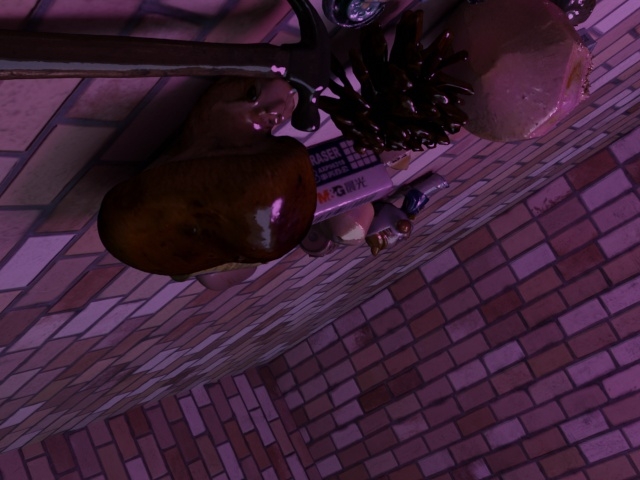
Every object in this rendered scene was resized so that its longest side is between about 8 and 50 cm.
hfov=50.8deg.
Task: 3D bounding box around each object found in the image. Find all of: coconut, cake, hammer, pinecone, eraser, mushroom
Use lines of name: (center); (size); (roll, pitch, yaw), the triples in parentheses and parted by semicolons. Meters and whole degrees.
coconut: (0.061, -0.044, 1.603); (0.116, 0.116, 0.122); (-46, -170, 52)
cake: (0.175, -0.185, 1.473); (0.065, 0.052, 0.121); (-35, 164, 19)
coconut: (0.296, -0.266, 1.038); (0.233, 0.233, 0.245); (-35, 169, 28)
hammer: (-0.176, -0.187, 0.703); (0.439, 0.044, 0.168); (-10, 116, -33)
pinecone: (0.106, -0.218, 0.943); (0.228, 0.203, 0.201); (18, 134, -17)
eraser: (-0.018, -0.100, 1.266); (0.287, 0.130, 0.086); (-23, 169, -23)
mushroom: (-0.147, -0.092, 0.972); (0.345, 0.260, 0.345); (-13, -171, 2)

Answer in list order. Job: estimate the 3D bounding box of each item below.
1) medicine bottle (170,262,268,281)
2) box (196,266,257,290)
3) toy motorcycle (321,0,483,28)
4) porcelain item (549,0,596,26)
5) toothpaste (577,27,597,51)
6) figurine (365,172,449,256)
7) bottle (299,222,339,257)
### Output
medicine bottle: (-0.191, 0.004, 1.323); (0.238, 0.124, 0.124); (-10, 158, -50)
box: (-0.212, 0.050, 1.509); (0.145, 0.088, 0.200); (-26, 165, -4)
toy motorcycle: (0.131, -0.351, 0.733); (0.296, 0.109, 0.198); (-24, 156, -7)
porcelain item: (0.449, -0.441, 1.068); (0.081, 0.069, 0.216); (-16, 158, -24)
toothpaste: (0.541, -0.389, 1.438); (0.034, 0.046, 0.164); (-29, 166, -3)
figurine: (0.220, -0.078, 1.807); (0.274, 0.133, 0.194); (-41, -175, 25)
bottle: (0.001, 0.000, 1.728); (0.098, 0.099, 0.152); (-30, 169, 8)
